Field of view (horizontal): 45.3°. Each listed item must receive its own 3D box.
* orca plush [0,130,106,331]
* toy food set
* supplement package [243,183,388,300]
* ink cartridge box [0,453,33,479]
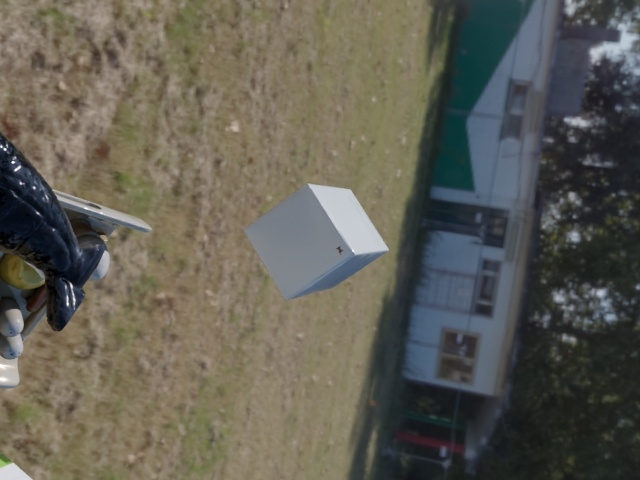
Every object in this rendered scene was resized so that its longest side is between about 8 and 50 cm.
[{"bbox_3d":[-0.275,-0.037,0.545,0.151,0.102,0.287,-42,115,-17],"label":"orca plush"},{"bbox_3d":[-0.373,0.061,0.915,0.306,0.092,0.220,-48,147,14],"label":"toy food set"},{"bbox_3d":[0.000,0.000,0.982,0.105,0.105,0.179,59,16,8],"label":"supplement package"},{"bbox_3d":[-0.244,0.309,0.637,0.097,0.255,0.189,-51,174,-2],"label":"ink cartridge box"}]
